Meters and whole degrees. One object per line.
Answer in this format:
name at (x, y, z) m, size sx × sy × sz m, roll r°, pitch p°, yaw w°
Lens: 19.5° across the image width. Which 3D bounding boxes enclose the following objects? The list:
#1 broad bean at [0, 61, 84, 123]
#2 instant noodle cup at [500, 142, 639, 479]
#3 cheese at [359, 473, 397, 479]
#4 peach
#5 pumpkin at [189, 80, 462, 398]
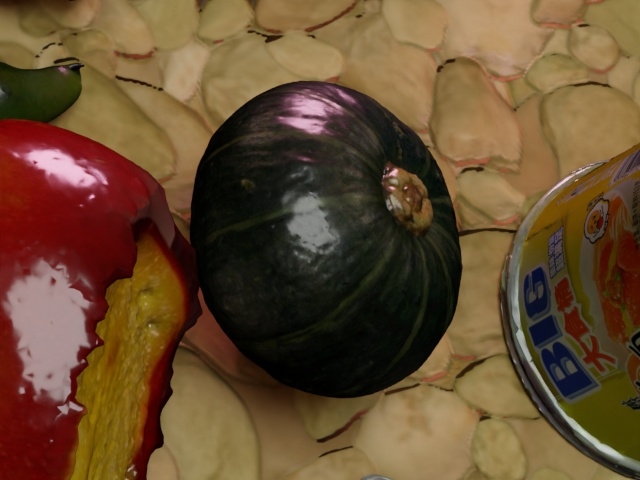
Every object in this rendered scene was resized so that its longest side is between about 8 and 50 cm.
broad bean at (-0.216, -0.064, 0.970) m, size 0.195 × 0.046 × 0.061 m, roll -3°, pitch 72°, yaw -18°
instant noodle cup at (0.219, 0.016, 1.025) m, size 0.205 × 0.153 × 0.205 m, roll 7°, pitch 65°, yaw -15°
cheese at (0.134, 0.179, 0.987) m, size 0.255 × 0.050 × 0.127 m, roll 16°, pitch 66°, yaw -10°
peach at (-0.137, 0.062, 0.865) m, size 0.196 × 0.190 × 0.226 m, roll -18°, pitch 69°, yaw -36°
pumpkin at (0.003, 0.000, 0.964) m, size 0.167 × 0.125 × 0.167 m, roll 26°, pitch 44°, yaw -28°
